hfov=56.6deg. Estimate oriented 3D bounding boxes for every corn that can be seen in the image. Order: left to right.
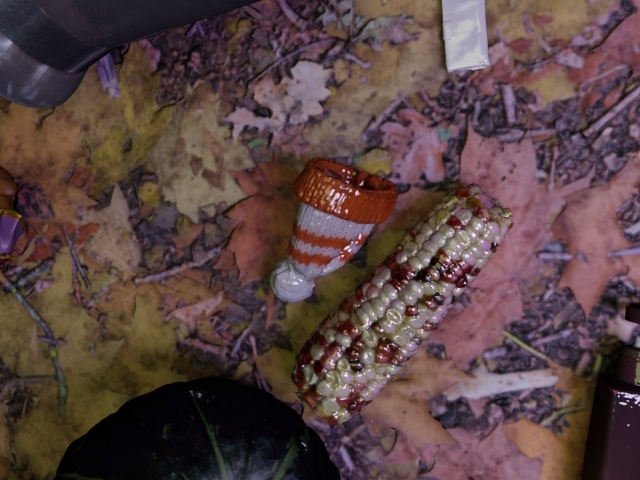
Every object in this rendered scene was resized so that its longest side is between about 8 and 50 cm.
[{"bbox_3d":[0.076,0.063,0.584,0.092,0.092,0.281,42,101,12],"label":"corn"}]

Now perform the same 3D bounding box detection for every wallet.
[{"bbox_3d":[0.145,-0.213,0.598,0.044,0.011,0.084,-3,91,17],"label":"wallet"}]

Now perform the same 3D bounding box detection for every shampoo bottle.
[{"bbox_3d":[0.281,0.177,0.541,0.067,0.068,0.237,8,95,16],"label":"shampoo bottle"}]

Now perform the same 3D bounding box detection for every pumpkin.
[{"bbox_3d":[-0.127,0.286,0.575,0.295,0.296,0.296,0,91,17],"label":"pumpkin"}]

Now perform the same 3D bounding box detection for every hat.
[{"bbox_3d":[0.000,0.000,0.613,0.093,0.112,0.163,40,114,40],"label":"hat"}]

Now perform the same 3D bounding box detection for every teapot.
[{"bbox_3d":[-0.211,-0.318,0.600,0.343,0.253,0.300,-24,51,21],"label":"teapot"}]

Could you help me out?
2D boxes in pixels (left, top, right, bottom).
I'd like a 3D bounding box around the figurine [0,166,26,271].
[{"bbox_3d":[-0.477,-0.058,0.726,0.263,0.142,0.190,32,131,12],"label":"figurine"}]
